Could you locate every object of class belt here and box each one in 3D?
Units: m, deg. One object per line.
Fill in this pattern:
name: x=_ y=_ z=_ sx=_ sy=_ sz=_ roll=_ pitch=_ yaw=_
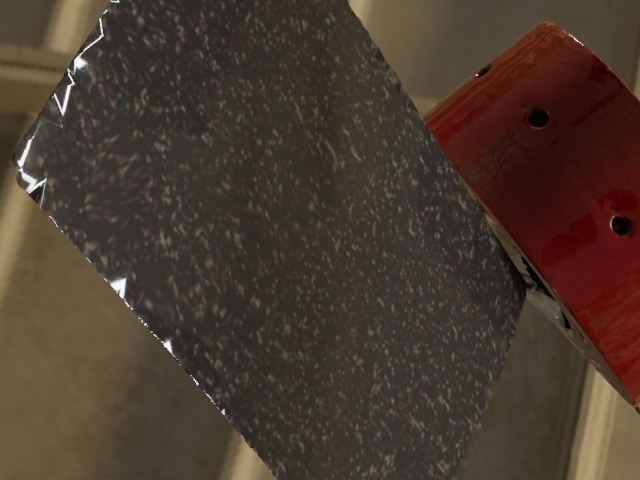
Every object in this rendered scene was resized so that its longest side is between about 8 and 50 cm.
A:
belt: x=0.173 y=-0.006 z=1.005 sx=0.115 sy=0.324 sz=0.227 roll=-37 pitch=-112 yaw=4

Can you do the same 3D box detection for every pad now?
pad: x=0.000 y=0.000 z=0.725 sx=0.004 sy=0.330 sz=0.220 roll=-5 pitch=-135 yaw=36
